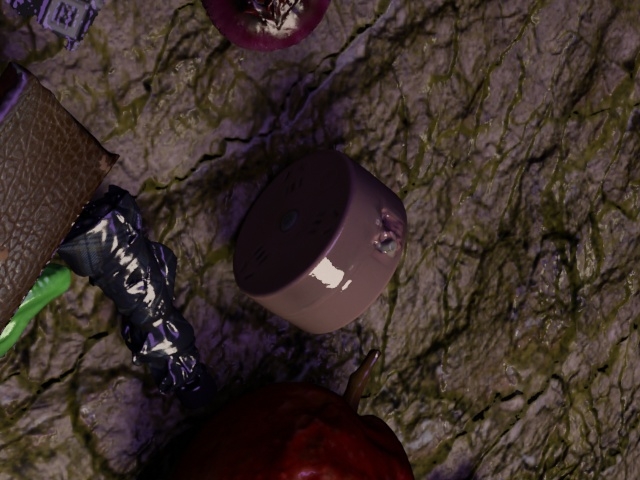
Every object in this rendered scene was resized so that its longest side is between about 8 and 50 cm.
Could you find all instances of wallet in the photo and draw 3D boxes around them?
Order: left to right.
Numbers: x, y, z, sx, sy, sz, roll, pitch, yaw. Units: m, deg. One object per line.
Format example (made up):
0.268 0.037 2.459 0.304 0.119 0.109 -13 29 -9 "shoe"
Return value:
-0.257 0.000 1.046 0.243 0.039 0.133 -59 142 -11 "wallet"

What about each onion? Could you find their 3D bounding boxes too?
-0.045 -0.215 1.188 0.115 0.104 0.115 -3 103 -11 "onion"

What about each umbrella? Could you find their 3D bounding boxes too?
-0.148 0.053 1.214 0.080 0.071 0.224 -26 121 1 "umbrella"

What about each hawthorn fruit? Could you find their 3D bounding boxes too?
-0.014 0.215 1.256 0.230 0.210 0.266 26 74 -19 "hawthorn fruit"

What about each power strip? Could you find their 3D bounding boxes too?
0.000 0.000 1.232 0.078 0.154 0.154 35 83 -31 "power strip"

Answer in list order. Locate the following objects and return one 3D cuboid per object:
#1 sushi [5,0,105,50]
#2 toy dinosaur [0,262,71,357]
-0.198 -0.268 1.129 0.139 0.031 0.201 31 85 -32 "sushi"
-0.475 0.069 1.028 0.500 0.144 0.374 -39 131 -4 "toy dinosaur"
